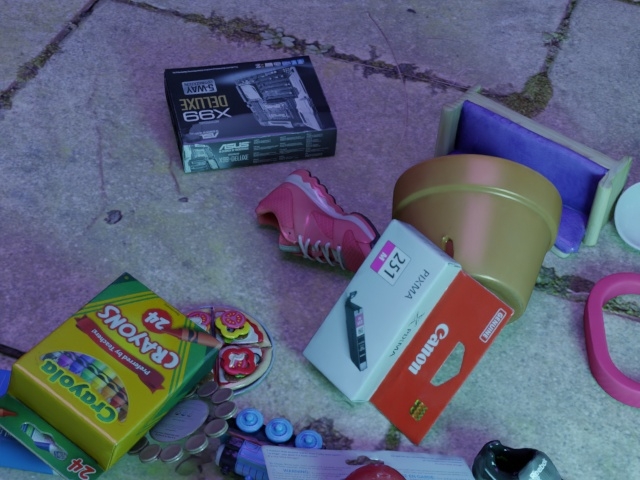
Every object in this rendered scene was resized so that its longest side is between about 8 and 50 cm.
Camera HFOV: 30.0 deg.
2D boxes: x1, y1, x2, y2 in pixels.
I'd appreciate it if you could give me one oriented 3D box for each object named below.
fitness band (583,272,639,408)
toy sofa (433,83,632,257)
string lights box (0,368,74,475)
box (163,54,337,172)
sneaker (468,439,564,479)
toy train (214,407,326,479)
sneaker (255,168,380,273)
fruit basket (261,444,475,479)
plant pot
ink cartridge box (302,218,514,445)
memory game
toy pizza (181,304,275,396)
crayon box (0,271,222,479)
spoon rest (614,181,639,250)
[{"bbox_3d":[0.555,0.168,2.031,0.209,0.054,0.291,3,43,2],"label":"fitness band"},{"bbox_3d":[0.381,-0.134,2.251,0.362,0.150,0.177,30,49,24],"label":"toy sofa"},{"bbox_3d":[-0.485,0.269,1.825,0.260,0.076,0.133,8,44,4],"label":"string lights box"},{"bbox_3d":[-0.144,-0.255,2.386,0.307,0.076,0.242,-7,46,-12],"label":"box"},{"bbox_3d":[0.328,0.366,1.767,0.234,0.106,0.078,24,49,19],"label":"sneaker"},{"bbox_3d":[-0.075,0.325,1.801,0.184,0.080,0.105,18,52,14],"label":"toy train"},{"bbox_3d":[0.000,0.000,2.134,0.136,0.116,0.314,-33,48,-19],"label":"sneaker"},{"bbox_3d":[0.098,0.414,1.647,0.327,0.165,0.353,6,24,-18],"label":"fruit basket"},{"bbox_3d":[0.255,0.017,2.017,0.291,0.291,0.203,8,61,4],"label":"plant pot"},{"bbox_3d":[0.132,0.145,1.885,0.239,0.275,0.060,41,14,31],"label":"ink cartridge box"},{"bbox_3d":[-0.213,0.278,1.830,0.186,0.012,0.186,-16,28,9],"label":"memory game"},{"bbox_3d":[-0.175,0.176,1.976,0.201,0.032,0.201,2,45,-2],"label":"toy pizza"},{"bbox_3d":[-0.322,0.206,1.803,0.202,0.081,0.318,35,45,10],"label":"crayon box"},{"bbox_3d":[0.681,-0.032,2.201,0.276,0.084,0.137,10,81,4],"label":"spoon rest"}]
